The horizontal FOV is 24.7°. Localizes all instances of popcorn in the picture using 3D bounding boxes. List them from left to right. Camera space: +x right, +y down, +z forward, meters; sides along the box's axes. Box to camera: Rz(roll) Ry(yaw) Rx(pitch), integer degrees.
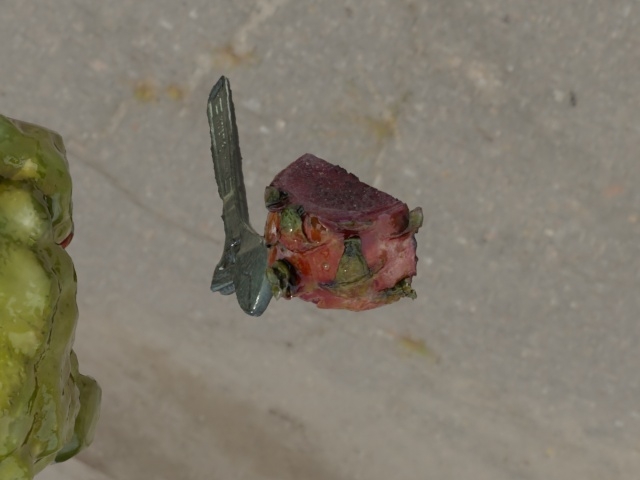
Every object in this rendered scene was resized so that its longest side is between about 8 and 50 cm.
[{"bbox_3d":[-0.215,0.028,0.726,0.250,0.235,0.242,46,178,3],"label":"popcorn"}]

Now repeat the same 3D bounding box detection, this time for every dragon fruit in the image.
[{"bbox_3d":[0.000,0.000,1.154,0.147,0.096,0.102,31,131,32],"label":"dragon fruit"}]

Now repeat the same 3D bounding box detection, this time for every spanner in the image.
[{"bbox_3d":[-0.083,-0.049,1.401,0.026,0.325,0.093,23,127,-31],"label":"spanner"}]

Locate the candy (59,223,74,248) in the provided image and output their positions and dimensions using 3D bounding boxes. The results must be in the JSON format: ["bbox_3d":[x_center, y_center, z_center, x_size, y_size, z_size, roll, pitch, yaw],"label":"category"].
[{"bbox_3d":[-0.287,0.026,1.360,0.055,0.184,0.049,41,134,-9],"label":"candy"}]
